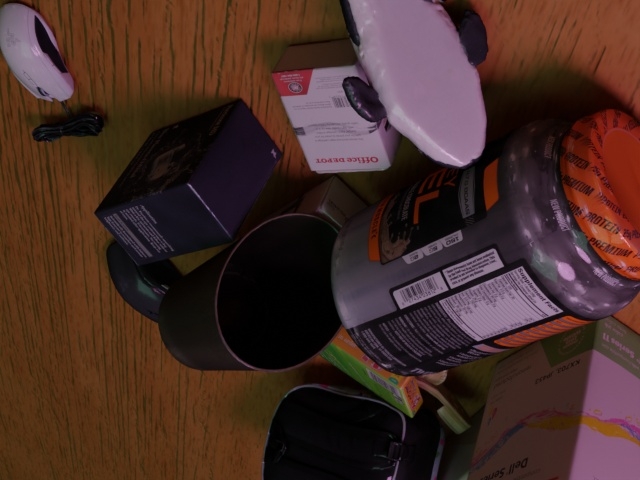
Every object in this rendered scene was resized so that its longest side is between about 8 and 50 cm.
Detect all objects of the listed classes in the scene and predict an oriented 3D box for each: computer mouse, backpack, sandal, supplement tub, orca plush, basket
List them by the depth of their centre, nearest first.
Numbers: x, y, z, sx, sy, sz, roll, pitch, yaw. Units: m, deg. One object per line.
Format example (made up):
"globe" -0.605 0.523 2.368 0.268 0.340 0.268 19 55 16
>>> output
"orca plush" 0.055 -0.193 0.935 0.287 0.151 0.102 42 172 -13
"supplement tub" 0.187 0.007 1.001 0.207 0.207 0.338 43 136 -21
"basket" -0.094 0.081 1.150 0.154 0.204 0.227 50 146 -11
"computer mouse" -0.339 -0.195 1.165 0.106 0.042 0.193 3 135 25
"sandal" 0.152 0.161 1.304 0.079 0.088 0.240 -37 116 10
"computer mouse" -0.189 0.094 1.390 0.184 0.060 0.262 -17 125 39
"backpack" 0.044 0.321 1.391 0.253 0.225 0.191 8 174 36

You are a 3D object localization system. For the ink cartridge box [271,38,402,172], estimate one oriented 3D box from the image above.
"ink cartridge box" 0.020 -0.143 1.035 0.099 0.056 0.135 0 134 26

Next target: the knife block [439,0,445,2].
"knife block" 0.131 -0.328 0.758 0.242 0.088 0.276 3 135 22

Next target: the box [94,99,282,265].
"box" -0.152 -0.067 1.125 0.158 0.156 0.093 -13 126 35

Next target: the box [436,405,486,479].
"box" 0.248 0.355 1.413 0.148 0.121 0.311 29 140 -5

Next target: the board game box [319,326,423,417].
"board game box" 0.017 0.137 1.276 0.259 0.039 0.124 29 163 24

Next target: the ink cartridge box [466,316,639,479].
"ink cartridge box" 0.276 0.276 1.134 0.119 0.354 0.207 34 138 -12

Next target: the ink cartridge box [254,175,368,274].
"ink cartridge box" 0.000 0.000 1.194 0.109 0.063 0.150 42 138 -19
